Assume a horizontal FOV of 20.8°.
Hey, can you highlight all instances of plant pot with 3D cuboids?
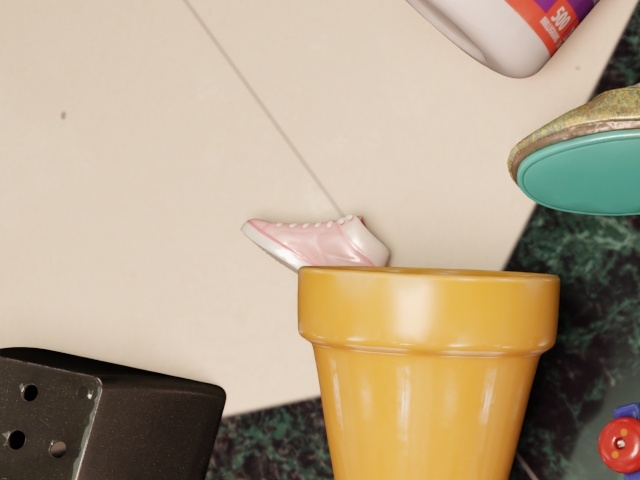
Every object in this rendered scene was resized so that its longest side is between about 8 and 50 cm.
[{"bbox_3d":[0.082,0.117,1.366,0.205,0.205,0.187,2,90,22],"label":"plant pot"},{"bbox_3d":[-0.214,0.180,1.466,0.187,0.167,0.188,10,77,23],"label":"plant pot"}]

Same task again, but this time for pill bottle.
[{"bbox_3d":[0.204,-0.304,1.440,0.181,0.181,0.323,41,92,26],"label":"pill bottle"}]

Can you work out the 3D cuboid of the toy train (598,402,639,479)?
[{"bbox_3d":[0.301,0.230,1.268,0.143,0.105,0.248,-20,67,32],"label":"toy train"}]

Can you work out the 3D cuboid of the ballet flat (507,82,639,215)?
[{"bbox_3d":[0.325,-0.091,1.379,0.349,0.123,0.123,-4,73,21],"label":"ballet flat"}]

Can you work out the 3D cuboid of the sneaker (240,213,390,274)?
[{"bbox_3d":[0.000,0.000,1.502,0.134,0.051,0.070,30,85,23],"label":"sneaker"}]
